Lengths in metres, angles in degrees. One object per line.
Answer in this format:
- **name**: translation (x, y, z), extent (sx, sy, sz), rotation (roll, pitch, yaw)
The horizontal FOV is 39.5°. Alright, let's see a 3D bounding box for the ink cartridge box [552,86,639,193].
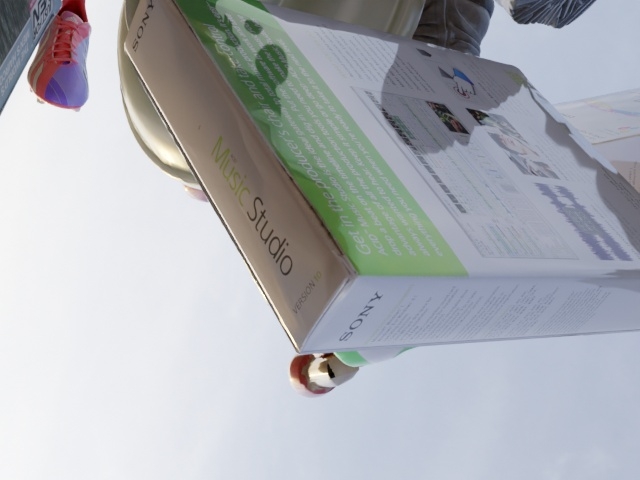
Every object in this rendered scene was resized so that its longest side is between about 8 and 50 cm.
- **ink cartridge box**: translation (0.423, -0.125, 1.214), extent (0.207, 0.353, 0.119), rotation (-145, -133, -58)

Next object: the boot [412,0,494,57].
- **boot**: translation (0.182, -0.448, 1.820), extent (0.338, 0.118, 0.222), rotation (16, -118, 7)

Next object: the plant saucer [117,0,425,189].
- **plant saucer**: translation (-0.084, -0.250, 0.873), extent (0.400, 0.100, 0.400), rotation (-12, -111, 35)

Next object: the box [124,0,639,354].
- **box**: translation (0.069, -0.042, 0.530), extent (0.058, 0.322, 0.232), rotation (-56, -131, 30)

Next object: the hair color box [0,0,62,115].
- **hair color box**: translation (-0.371, -0.157, 0.541), extent (0.185, 0.375, 0.113), rotation (-88, 180, -49)

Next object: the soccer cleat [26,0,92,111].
- **soccer cleat**: translation (-0.353, -0.262, 1.231), extent (0.248, 0.083, 0.095), rotation (-109, -143, -54)

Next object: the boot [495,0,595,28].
- **boot**: translation (0.097, -0.409, 0.872), extent (0.146, 0.367, 0.445), rotation (-44, -100, 14)

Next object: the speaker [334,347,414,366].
- **speaker**: translation (0.138, 0.016, 0.873), extent (0.296, 0.131, 0.131), rotation (-27, -136, 15)

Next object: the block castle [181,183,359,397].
- **block castle**: translation (0.000, 0.000, 1.482), extent (0.303, 0.453, 0.213), rotation (-29, 179, -23)
